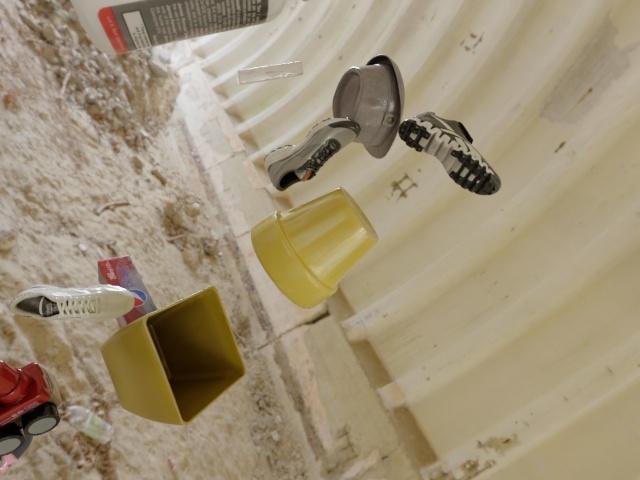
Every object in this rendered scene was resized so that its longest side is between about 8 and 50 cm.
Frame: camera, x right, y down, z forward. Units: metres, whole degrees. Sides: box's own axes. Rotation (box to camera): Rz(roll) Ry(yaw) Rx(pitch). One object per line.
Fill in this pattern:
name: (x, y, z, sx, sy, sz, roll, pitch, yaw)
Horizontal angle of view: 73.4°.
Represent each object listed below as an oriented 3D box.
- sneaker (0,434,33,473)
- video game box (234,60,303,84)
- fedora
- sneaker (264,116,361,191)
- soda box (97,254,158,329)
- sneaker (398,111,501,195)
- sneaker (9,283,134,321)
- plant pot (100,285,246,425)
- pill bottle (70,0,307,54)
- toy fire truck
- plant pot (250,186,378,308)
sneaker: (-0.864, 0.450, 1.018, 0.319, 0.112, 0.131, 23, 44, -12)
video game box: (-0.174, -0.547, 1.408, 0.187, 0.206, 0.048, -125, -156, -65)
fedora: (0.111, -0.354, 1.151, 0.275, 0.125, 0.243, 111, -35, -48)
sneaker: (-0.015, -0.212, 1.084, 0.100, 0.272, 0.107, 33, 35, -54)
soda box: (-0.542, 0.159, 1.205, 0.263, 0.092, 0.083, 47, -46, 33)
sneaker: (0.278, -0.189, 0.872, 0.234, 0.106, 0.078, 40, -31, 12)
sneaker: (-0.537, 0.144, 0.940, 0.095, 0.236, 0.089, 178, -88, -75)
plant pot: (-0.315, 0.240, 0.888, 0.212, 0.187, 0.212, -25, 96, -64)
pill bottle: (-0.169, -0.409, 0.611, 0.210, 0.364, 0.210, 162, -90, -77)
toy fire truck: (-0.580, 0.279, 0.692, 0.158, 0.217, 0.246, 47, -24, 35)
plant pot: (0.000, 0.000, 1.053, 0.254, 0.239, 0.254, 51, 12, -16)
